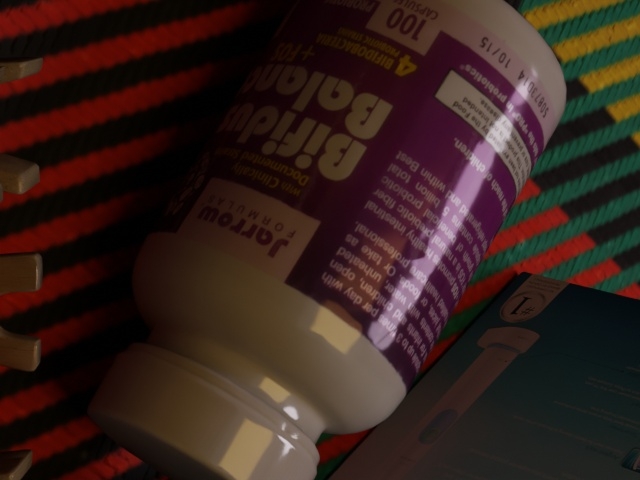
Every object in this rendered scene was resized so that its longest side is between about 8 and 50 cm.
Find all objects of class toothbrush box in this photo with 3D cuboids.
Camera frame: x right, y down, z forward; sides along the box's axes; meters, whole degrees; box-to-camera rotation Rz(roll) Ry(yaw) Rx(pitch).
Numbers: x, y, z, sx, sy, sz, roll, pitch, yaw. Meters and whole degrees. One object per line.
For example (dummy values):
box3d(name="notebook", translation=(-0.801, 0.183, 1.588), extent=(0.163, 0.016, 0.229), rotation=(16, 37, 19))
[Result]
box3d(name="toothbrush box", translation=(0.143, 0.173, 1.125), extent=(0.295, 0.216, 0.126), rotation=(-44, 127, -30))

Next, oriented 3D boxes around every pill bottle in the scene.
box3d(name="pill bottle", translation=(0.000, 0.000, 0.974), extent=(0.169, 0.169, 0.301), rotation=(46, 67, -41))

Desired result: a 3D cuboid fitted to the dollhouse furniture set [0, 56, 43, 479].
box3d(name="dollhouse furniture set", translation=(-0.216, 0.053, 0.766), extent=(0.259, 0.135, 0.262), rotation=(-68, 162, -79))
